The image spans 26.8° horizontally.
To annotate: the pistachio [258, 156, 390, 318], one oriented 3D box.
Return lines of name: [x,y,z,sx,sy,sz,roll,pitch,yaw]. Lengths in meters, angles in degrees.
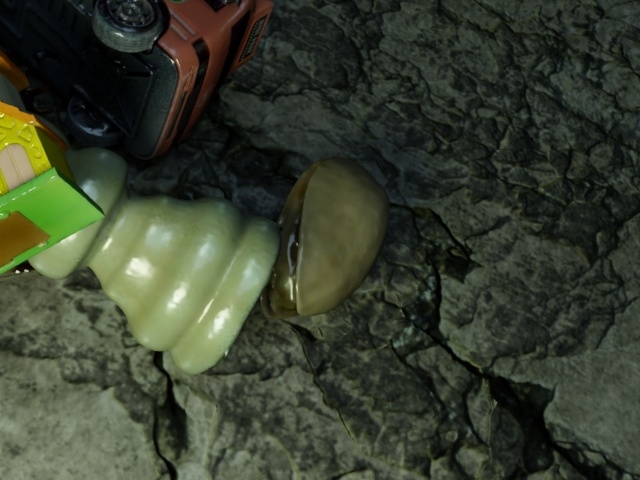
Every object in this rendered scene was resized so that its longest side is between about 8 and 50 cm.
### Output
pistachio: [0.000,0.000,1.494,0.135,0.136,0.226,30,51,-1]

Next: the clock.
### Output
clock: [-0.357,-0.088,1.239,0.219,0.106,0.255,-29,67,3]

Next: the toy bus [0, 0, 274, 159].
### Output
toy bus: [-0.271,-0.307,1.537,0.427,0.203,0.233,42,51,10]

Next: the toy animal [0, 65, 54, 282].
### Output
toy animal: [-0.378,-0.053,1.433,0.260,0.087,0.243,-25,87,-34]

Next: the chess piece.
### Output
chess piece: [-0.221,-0.015,1.367,0.330,0.182,0.182,30,55,-12]
